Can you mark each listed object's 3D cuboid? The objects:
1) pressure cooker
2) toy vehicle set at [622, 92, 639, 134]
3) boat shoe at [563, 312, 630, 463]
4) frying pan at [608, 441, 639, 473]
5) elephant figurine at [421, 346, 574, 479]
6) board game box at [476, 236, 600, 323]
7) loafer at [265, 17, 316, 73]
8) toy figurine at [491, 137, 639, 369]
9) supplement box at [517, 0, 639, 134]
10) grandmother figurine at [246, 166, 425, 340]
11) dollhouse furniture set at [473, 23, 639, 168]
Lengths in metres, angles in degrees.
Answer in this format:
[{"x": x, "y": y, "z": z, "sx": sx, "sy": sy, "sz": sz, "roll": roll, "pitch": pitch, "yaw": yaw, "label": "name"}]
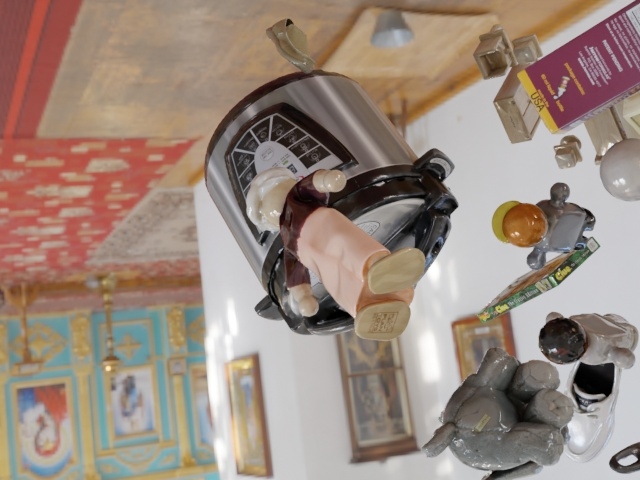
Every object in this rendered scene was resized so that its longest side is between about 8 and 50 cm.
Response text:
[{"x": 0.029, "y": -0.054, "z": 1.510, "sx": 0.375, "sy": 0.420, "sz": 0.370, "roll": -17, "pitch": 147, "yaw": -24, "label": "pressure cooker"}, {"x": 0.606, "y": -0.191, "z": 1.224, "sx": 0.166, "sy": 0.035, "sz": 0.267, "roll": 36, "pitch": 145, "yaw": -29, "label": "toy vehicle set"}, {"x": 0.429, "y": 0.243, "z": 1.348, "sx": 0.095, "sy": 0.258, "sz": 0.084, "roll": 14, "pitch": -167, "yaw": 32, "label": "boat shoe"}, {"x": 0.475, "y": 0.259, "z": 1.031, "sx": 0.197, "sy": 0.053, "sz": 0.326, "roll": 30, "pitch": -148, "yaw": 21, "label": "frying pan"}, {"x": 0.240, "y": 0.262, "z": 1.104, "sx": 0.186, "sy": 0.169, "sz": 0.239, "roll": 14, "pitch": 150, "yaw": 13, "label": "elephant figurine"}, {"x": 0.409, "y": 0.079, "z": 1.600, "sx": 0.136, "sy": 0.030, "sz": 0.259, "roll": -33, "pitch": 174, "yaw": -29, "label": "board game box"}, {"x": -0.046, "y": -0.329, "z": 1.398, "sx": 0.050, "sy": 0.148, "sz": 0.056, "roll": -48, "pitch": 137, "yaw": 14, "label": "loafer"}, {"x": 0.297, "y": 0.020, "z": 0.846, "sx": 0.148, "sy": 0.213, "sz": 0.209, "roll": 1, "pitch": 160, "yaw": -43, "label": "toy figurine"}, {"x": 0.323, "y": -0.197, "z": 0.919, "sx": 0.188, "sy": 0.081, "sz": 0.104, "roll": -31, "pitch": 175, "yaw": 23, "label": "supplement box"}, {"x": 0.000, "y": 0.000, "z": 1.091, "sx": 0.104, "sy": 0.208, "sz": 0.342, "roll": 8, "pitch": -157, "yaw": -34, "label": "grandmother figurine"}, {"x": 0.523, "y": -0.318, "z": 1.596, "sx": 0.355, "sy": 0.303, "sz": 0.174, "roll": -9, "pitch": -145, "yaw": 38, "label": "dollhouse furniture set"}]
